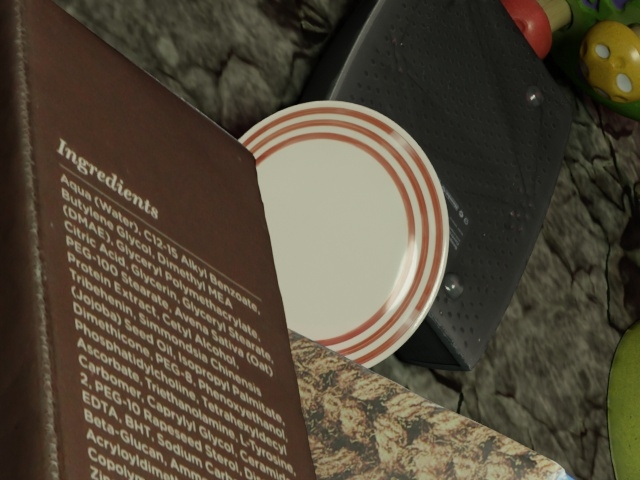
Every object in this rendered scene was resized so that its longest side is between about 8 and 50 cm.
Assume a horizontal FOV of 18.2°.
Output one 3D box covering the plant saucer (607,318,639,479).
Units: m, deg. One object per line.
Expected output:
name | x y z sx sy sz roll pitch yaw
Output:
plant saucer | 0.271 0.159 1.322 0.241 0.037 0.241 30 50 -42

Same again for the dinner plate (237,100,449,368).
dinner plate | 0.000 0.000 1.004 0.141 0.017 0.141 -3 96 -27

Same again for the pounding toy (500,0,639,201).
pounding toy | 0.190 -0.114 1.283 0.110 0.183 0.237 -32 103 -30

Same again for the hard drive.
hard drive | 0.061 -0.056 1.140 0.172 0.054 0.255 52 38 -21

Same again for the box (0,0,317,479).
box | -0.105 0.122 0.615 0.143 0.191 0.381 35 31 -41

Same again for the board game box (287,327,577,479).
board game box | 0.044 0.203 0.760 0.291 0.141 0.232 37 80 -50
